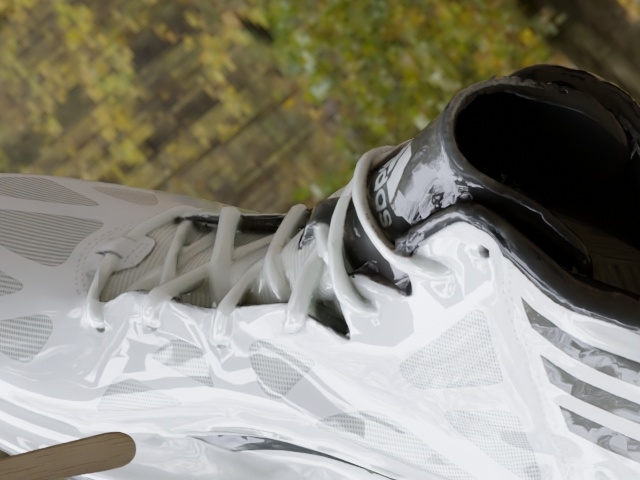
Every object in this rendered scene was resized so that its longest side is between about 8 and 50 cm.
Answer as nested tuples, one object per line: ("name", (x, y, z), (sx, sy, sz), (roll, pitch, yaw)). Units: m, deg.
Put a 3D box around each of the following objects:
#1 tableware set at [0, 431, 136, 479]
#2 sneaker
("tableware set", (-0.123, 0.132, 0.430), (0.039, 0.194, 0.128), (174, 84, -73))
("sneaker", (0.001, -0.001, 0.755), (0.447, 0.169, 0.257), (16, 139, 11))
